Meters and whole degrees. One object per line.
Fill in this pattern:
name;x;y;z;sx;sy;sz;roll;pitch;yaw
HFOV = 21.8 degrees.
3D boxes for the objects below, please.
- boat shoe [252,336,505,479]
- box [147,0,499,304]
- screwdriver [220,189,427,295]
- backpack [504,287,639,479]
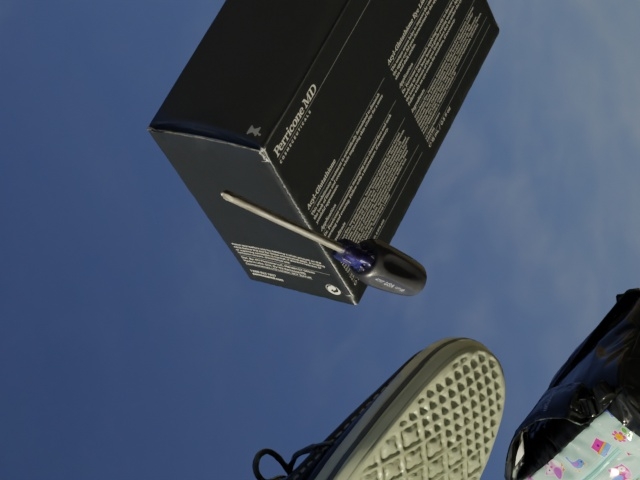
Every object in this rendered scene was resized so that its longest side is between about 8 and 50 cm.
boat shoe;-0.008;0.288;1.635;0.187;0.500;0.156;31;-173;-43
box;0.012;-0.117;1.172;0.261;0.103;0.184;-61;-33;-25
screwdriver;0.000;0.000;0.792;0.170;0.025;0.024;22;-104;-49
backpack;0.220;0.141;1.259;0.115;0.182;0.152;37;-138;3
